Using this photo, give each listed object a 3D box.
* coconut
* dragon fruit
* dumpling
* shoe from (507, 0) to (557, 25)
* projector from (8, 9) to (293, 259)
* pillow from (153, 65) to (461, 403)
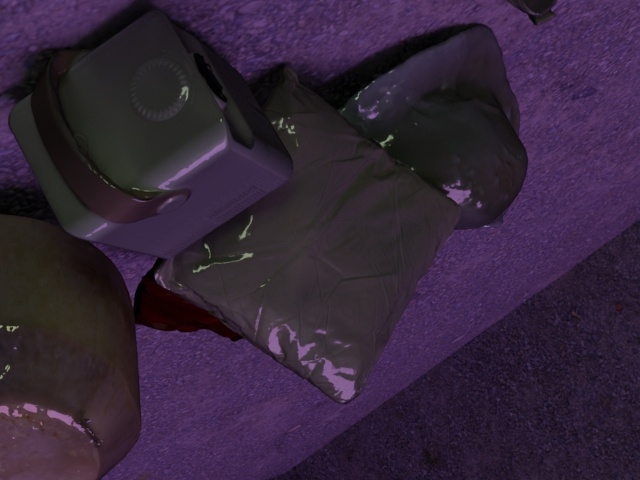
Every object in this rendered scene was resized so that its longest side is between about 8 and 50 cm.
[{"bbox_3d":[-0.337,0.125,1.168,0.323,0.323,0.323,-27,163,-9],"label":"coconut"},{"bbox_3d":[-0.095,0.007,1.398,0.302,0.240,0.330,10,173,-19],"label":"dragon fruit"},{"bbox_3d":[0.163,-0.107,1.415,0.270,0.212,0.320,-35,173,10],"label":"dumpling"},{"bbox_3d":[0.236,-0.324,1.102,0.103,0.098,0.275,-28,162,-19],"label":"shoe"},{"bbox_3d":[-0.153,-0.091,1.032,0.177,0.163,0.242,-34,165,10],"label":"projector"},{"bbox_3d":[-0.002,0.000,1.214,0.274,0.281,0.076,-58,-158,-12],"label":"pillow"}]
